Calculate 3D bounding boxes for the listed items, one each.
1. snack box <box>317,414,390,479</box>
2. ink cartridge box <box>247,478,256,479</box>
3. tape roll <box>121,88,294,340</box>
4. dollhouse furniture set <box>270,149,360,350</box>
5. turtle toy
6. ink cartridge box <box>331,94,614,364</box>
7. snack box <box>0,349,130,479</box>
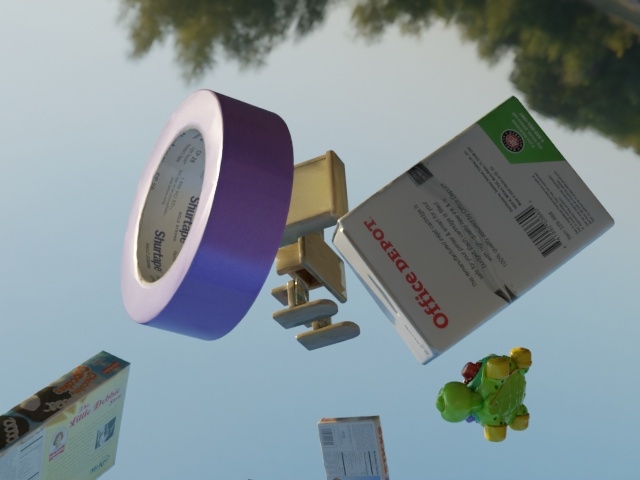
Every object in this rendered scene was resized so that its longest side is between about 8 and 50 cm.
[{"bbox_3d":[0.042,0.270,1.276,0.064,0.178,0.022,-6,-172,21],"label":"snack box"},{"bbox_3d":[-0.083,0.360,1.706,0.048,0.028,0.083,10,-174,-1],"label":"ink cartridge box"},{"bbox_3d":[-0.134,-0.029,1.397,0.090,0.275,0.275,17,-163,-26],"label":"tape roll"},{"bbox_3d":[0.000,0.000,1.742,0.242,0.161,0.212,47,-148,-50],"label":"dollhouse furniture set"},{"bbox_3d":[0.178,0.166,1.329,0.066,0.095,0.130,9,-166,38],"label":"turtle toy"},{"bbox_3d":[0.187,-0.010,1.560,0.211,0.289,0.121,54,169,8],"label":"ink cartridge box"},{"bbox_3d":[-0.389,0.301,1.736,0.060,0.187,0.322,21,-156,19],"label":"snack box"}]
